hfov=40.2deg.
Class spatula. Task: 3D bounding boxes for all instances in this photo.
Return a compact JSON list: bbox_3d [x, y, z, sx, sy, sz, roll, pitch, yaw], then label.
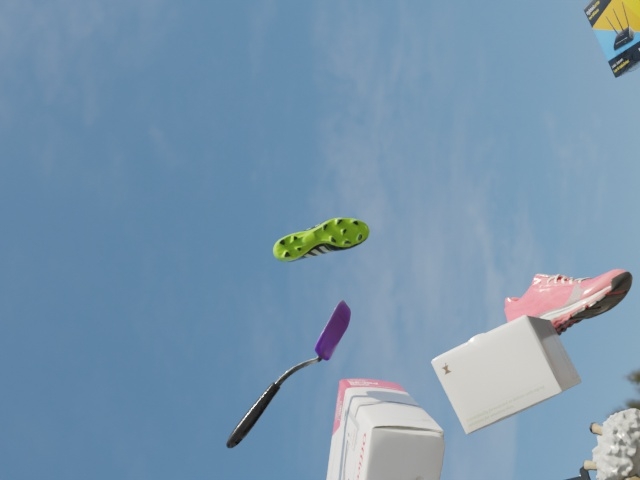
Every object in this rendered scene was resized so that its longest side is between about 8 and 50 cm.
[{"bbox_3d":[-0.048,0.221,1.408,0.296,0.030,0.084,-46,-28,-5],"label":"spatula"}]

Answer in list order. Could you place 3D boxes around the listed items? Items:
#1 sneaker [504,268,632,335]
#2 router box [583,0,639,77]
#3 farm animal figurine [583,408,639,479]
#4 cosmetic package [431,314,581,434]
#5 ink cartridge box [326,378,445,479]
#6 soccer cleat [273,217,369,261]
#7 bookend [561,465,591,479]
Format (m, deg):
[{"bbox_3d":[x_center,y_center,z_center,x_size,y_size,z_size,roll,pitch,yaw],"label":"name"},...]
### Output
[{"bbox_3d":[0.516,0.119,1.885,0.116,0.314,0.136,2,-120,-45],"label":"sneaker"},{"bbox_3d":[0.493,-0.349,1.391,0.179,0.046,0.133,112,134,-83],"label":"router box"},{"bbox_3d":[0.431,0.406,1.034,0.330,0.172,0.327,30,-103,-14],"label":"farm animal figurine"},{"bbox_3d":[0.367,0.251,1.683,0.155,0.197,0.365,66,-162,14],"label":"cosmetic package"},{"bbox_3d":[0.095,0.357,1.406,0.283,0.117,0.207,-150,67,-81],"label":"ink cartridge box"},{"bbox_3d":[0.000,0.000,1.591,0.072,0.179,0.060,112,144,-79],"label":"soccer cleat"},{"bbox_3d":[0.330,0.425,1.250,0.156,0.157,0.072,-98,-11,-46],"label":"bookend"}]
